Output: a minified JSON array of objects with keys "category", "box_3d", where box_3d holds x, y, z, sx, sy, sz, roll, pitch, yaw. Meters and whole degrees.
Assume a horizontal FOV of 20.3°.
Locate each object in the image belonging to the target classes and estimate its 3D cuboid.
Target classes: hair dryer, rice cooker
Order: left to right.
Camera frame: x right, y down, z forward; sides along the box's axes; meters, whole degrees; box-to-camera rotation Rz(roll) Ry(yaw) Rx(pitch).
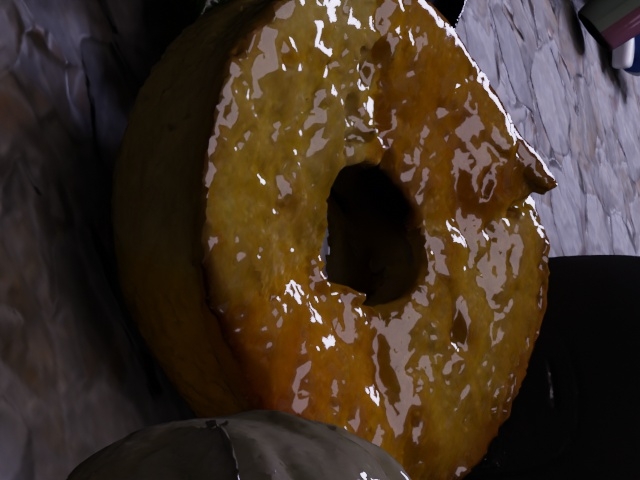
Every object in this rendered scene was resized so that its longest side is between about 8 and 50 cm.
[{"category":"rice cooker","box_3d":[0.106,0.082,0.731,0.118,0.203,0.142,83,7,-62]},{"category":"hair dryer","box_3d":[0.205,-0.224,1.268,0.154,0.106,0.054,56,1,4]}]

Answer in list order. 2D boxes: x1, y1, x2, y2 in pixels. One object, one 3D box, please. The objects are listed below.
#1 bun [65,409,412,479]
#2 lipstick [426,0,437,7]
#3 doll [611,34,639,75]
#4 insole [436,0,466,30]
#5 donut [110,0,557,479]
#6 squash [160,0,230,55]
[{"category":"bun","box_3d":[-0.040,0.127,0.461,0.166,0.113,0.173,46,64,-50]},{"category":"lipstick","box_3d":[0.029,-0.140,0.808,0.081,0.081,0.299,64,27,-27]},{"category":"doll","box_3d":[0.235,-0.173,1.331,0.099,0.058,0.143,-55,130,-34]},{"category":"insole","box_3d":[0.054,-0.120,0.874,0.003,0.080,0.232,35,29,-12]},{"category":"donut","box_3d":[0.000,-0.001,0.632,0.190,0.075,0.174,42,62,-39]},{"category":"squash","box_3d":[-0.020,-0.164,0.723,0.069,0.069,0.258,54,32,-43]}]
